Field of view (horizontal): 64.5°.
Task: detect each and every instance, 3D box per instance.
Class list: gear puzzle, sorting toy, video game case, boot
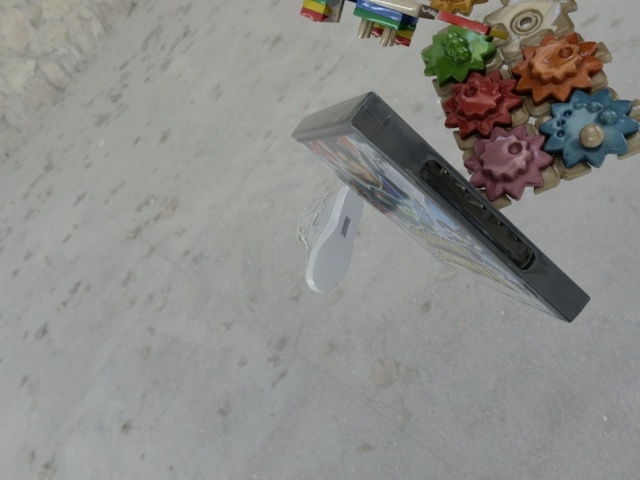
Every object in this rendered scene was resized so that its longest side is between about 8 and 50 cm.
[{"bbox_3d":[0.201,-0.207,0.554,0.175,0.044,0.339,-23,61,19],"label":"gear puzzle"},{"bbox_3d":[0.052,-0.235,0.522,0.274,0.046,0.132,23,27,10],"label":"sorting toy"},{"bbox_3d":[0.092,-0.040,0.510,0.035,0.248,0.275,-51,15,0],"label":"video game case"},{"bbox_3d":[0.000,0.000,1.063,0.123,0.095,0.258,-10,44,41],"label":"boot"}]
